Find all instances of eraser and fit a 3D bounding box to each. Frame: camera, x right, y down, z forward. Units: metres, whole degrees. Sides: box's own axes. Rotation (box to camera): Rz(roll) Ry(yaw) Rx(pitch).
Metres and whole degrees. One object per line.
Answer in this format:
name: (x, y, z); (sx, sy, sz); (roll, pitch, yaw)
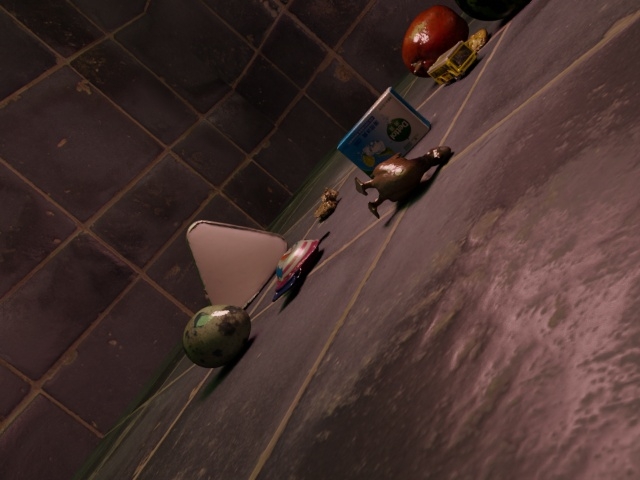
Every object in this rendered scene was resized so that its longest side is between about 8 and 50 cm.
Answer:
eraser: (-0.254, 0.067, 2.007); (0.331, 0.331, 0.150); (-51, 6, -10)

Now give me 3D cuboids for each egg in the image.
egg: (-0.242, 0.221, 1.445); (0.182, 0.141, 0.141); (-38, 12, 21)

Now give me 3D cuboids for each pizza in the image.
pizza: (0.451, -0.580, 1.808); (0.099, 0.036, 0.160); (-46, 8, 22)

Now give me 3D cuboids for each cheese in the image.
cheese: (-0.065, 0.067, 1.487); (0.155, 0.062, 0.244); (-43, 10, 28)

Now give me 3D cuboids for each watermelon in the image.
watermelon: (0.476, -0.738, 1.680); (0.269, 0.269, 0.269); (-48, 8, 9)

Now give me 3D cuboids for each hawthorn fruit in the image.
hawthorn fruit: (0.354, -0.621, 1.955); (0.249, 0.215, 0.215); (-50, 8, -20)

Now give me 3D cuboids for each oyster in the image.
oyster: (0.017, -0.115, 1.934); (0.105, 0.056, 0.177); (-61, 8, -1)

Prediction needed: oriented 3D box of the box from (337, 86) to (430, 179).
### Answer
box: (0.157, -0.262, 1.535); (0.194, 0.139, 0.073); (-46, 9, 24)

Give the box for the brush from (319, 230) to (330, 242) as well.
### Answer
brush: (0.000, 0.000, 1.638); (0.083, 0.008, 0.024); (-44, 6, 36)

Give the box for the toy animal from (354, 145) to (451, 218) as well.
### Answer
toy animal: (0.154, -0.126, 1.161); (0.179, 0.089, 0.188); (-32, 7, -1)

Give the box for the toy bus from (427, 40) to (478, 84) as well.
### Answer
toy bus: (0.367, -0.488, 1.702); (0.081, 0.074, 0.226); (-48, 7, 4)
